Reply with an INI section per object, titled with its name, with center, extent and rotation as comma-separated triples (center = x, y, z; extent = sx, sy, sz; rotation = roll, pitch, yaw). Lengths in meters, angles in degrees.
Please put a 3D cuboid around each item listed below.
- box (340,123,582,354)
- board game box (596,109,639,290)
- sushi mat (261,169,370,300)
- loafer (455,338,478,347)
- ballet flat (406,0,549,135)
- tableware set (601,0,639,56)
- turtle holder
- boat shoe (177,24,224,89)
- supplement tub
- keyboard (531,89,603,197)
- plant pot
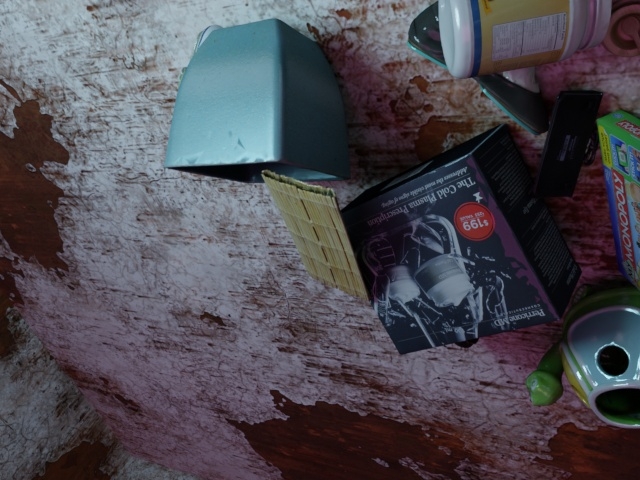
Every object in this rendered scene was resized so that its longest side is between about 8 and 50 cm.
[box]
center = 0.240, 0.011, 1.072
extent = 0.343, 0.179, 0.312
rotation = -25, 100, 43
[board game box]
center = 0.527, -0.025, 0.900
extent = 0.046, 0.213, 0.317
rotation = -23, 119, 4
[sushi mat]
center = 0.000, 0.000, 1.024
extent = 0.151, 0.019, 0.316
rotation = 21, 153, 28
[loafer]
center = 0.308, 0.153, 1.280
extent = 0.078, 0.080, 0.220
rotation = -12, 121, 38
[ballet flat]
center = 0.267, -0.278, 0.908
extent = 0.280, 0.095, 0.096
rotation = 34, 126, -1
[tableware set]
center = 0.447, -0.335, 0.781
extent = 0.128, 0.039, 0.194
rotation = 21, 136, 13
[turtle holder]
center = 0.552, 0.220, 1.088
extent = 0.320, 0.227, 0.243
rotation = 2, 130, 29
[boat shoe]
center = -0.248, -0.308, 1.175
extent = 0.094, 0.109, 0.302
rotation = 30, 140, 6
[supplement tub]
center = 0.273, -0.311, 0.794
extent = 0.200, 0.144, 0.144
rotation = -9, 127, 5
[keyboard]
center = 0.408, -0.154, 0.941
extent = 0.108, 0.023, 0.180
rotation = -3, 120, -14
[plant pot]
center = -0.102, -0.242, 1.030
extent = 0.247, 0.248, 0.252
rotation = 1, 89, 30
